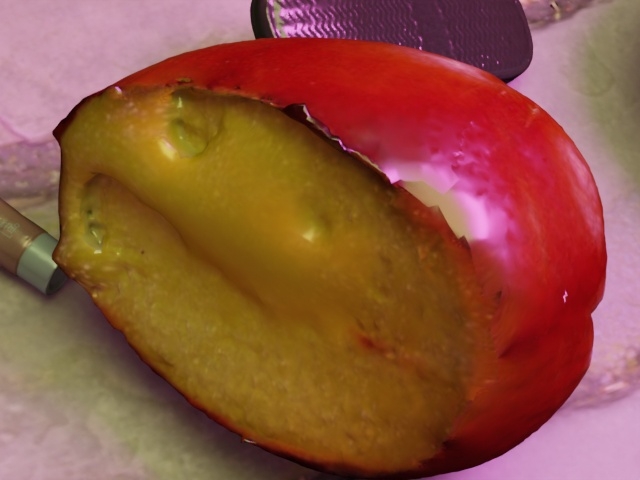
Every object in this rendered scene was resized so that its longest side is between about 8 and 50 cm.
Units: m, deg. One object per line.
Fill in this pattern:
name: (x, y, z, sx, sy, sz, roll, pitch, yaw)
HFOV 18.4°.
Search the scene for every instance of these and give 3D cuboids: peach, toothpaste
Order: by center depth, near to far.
peach: (0.000, 0.000, 1.199, 0.338, 0.281, 0.281, 11, 60, -14)
toothpaste: (-0.251, -0.033, 1.308, 0.205, 0.036, 0.056, 34, 60, 13)

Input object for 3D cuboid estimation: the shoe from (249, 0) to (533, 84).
shoe: (0.040, -0.132, 1.396, 0.241, 0.093, 0.108, -8, 79, -39)
